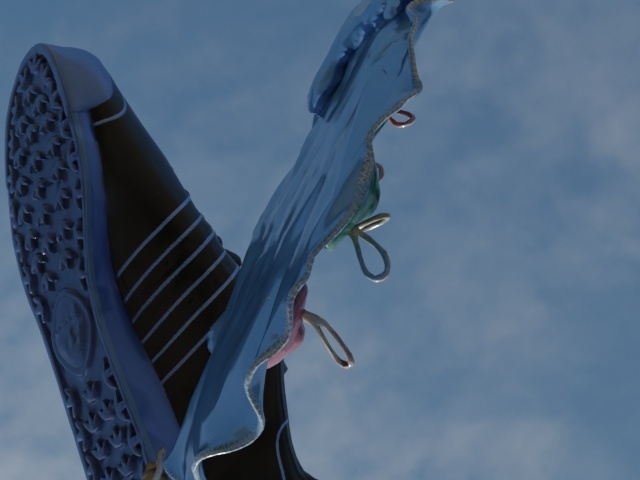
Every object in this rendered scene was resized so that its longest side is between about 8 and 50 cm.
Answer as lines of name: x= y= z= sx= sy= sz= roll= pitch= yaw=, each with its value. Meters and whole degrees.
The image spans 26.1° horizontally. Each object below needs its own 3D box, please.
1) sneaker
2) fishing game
sneaker: x=-0.069 y=0.023 z=0.599 sx=0.090 sy=0.081 sz=0.232 roll=-7 pitch=-105 yaw=-38
fishing game: x=0.000 y=0.000 z=0.444 sx=0.041 sy=0.189 sz=0.264 roll=25 pitch=-78 yaw=-8
